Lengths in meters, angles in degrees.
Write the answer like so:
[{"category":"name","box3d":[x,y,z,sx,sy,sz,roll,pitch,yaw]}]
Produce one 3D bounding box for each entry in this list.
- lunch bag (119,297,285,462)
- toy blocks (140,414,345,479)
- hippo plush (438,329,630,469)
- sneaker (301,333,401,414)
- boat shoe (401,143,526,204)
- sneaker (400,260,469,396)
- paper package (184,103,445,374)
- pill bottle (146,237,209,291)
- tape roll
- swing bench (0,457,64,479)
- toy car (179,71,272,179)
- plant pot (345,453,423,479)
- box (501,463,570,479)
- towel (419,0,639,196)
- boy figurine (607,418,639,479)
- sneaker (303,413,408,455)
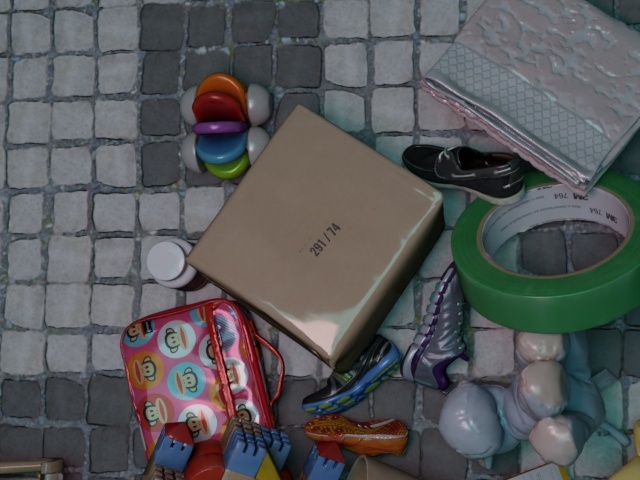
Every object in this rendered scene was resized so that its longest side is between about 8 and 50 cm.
[{"category":"lunch bag","box3d":[-0.183,0.248,1.926,0.258,0.120,0.293,-15,84,4]},{"category":"toy blocks","box3d":[-0.132,0.402,1.799,0.381,0.191,0.261,20,102,-15]},{"category":"hippo plush","box3d":[0.309,0.238,1.798,0.236,0.294,0.234,-14,82,31]},{"category":"sneaker","box3d":[0.048,0.227,1.917,0.188,0.067,0.078,-38,58,6]},{"category":"boat shoe","box3d":[0.229,-0.128,1.871,0.233,0.079,0.084,20,53,39]},{"category":"sneaker","box3d":[0.216,0.142,1.881,0.098,0.083,0.224,25,99,14]},{"category":"paper package","box3d":[0.000,0.000,1.861,0.309,0.168,0.325,34,83,14]},{"category":"pill bottle","box3d":[-0.238,0.041,1.932,0.086,0.152,0.086,-1,84,9]},{"category":"tape roll","box3d":[0.365,0.008,1.766,0.321,0.321,0.077,-13,125,8]},{"category":"swing bench","box3d":[-0.543,0.502,1.938,0.254,0.165,0.253,-3,83,4]},{"category":"toy car","box3d":[-0.167,-0.198,1.952,0.159,0.136,0.182,-2,84,9]},{"category":"plant pot","box3d":[0.165,0.492,1.790,0.274,0.256,0.256,15,87,-6]},{"category":"box","box3d":[0.338,0.411,1.837,0.136,0.028,0.081,-17,81,-11]},{"category":"towel","box3d":[0.375,-0.273,1.852,0.332,0.053,0.317,35,66,12]},{"category":"boy figurine","box3d":[0.484,0.403,1.776,0.092,0.177,0.285,12,75,49]},{"category":"sneaker","box3d":[0.057,0.330,1.895,0.175,0.064,0.067,6,120,10]}]
